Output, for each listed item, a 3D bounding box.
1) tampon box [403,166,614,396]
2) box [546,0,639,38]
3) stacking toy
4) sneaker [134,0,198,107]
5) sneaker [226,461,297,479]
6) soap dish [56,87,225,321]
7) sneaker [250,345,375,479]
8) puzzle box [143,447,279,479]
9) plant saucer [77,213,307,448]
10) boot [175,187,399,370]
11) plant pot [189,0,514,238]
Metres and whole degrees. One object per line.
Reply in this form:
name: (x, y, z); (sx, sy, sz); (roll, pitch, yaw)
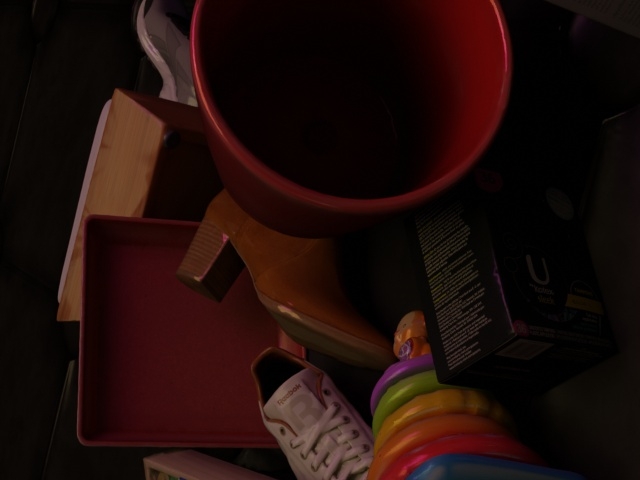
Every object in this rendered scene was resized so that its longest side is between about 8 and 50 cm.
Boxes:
tampon box: (0.159, 0.037, 0.995); (0.101, 0.120, 0.161); (-40, 50, 43)
box: (0.219, -0.243, 0.947); (0.091, 0.170, 0.130); (-61, 37, 24)
stacking toy: (0.106, 0.164, 1.039); (0.302, 0.166, 0.175); (-101, 28, -52)
sneaker: (-0.179, -0.256, 1.609); (0.108, 0.100, 0.271); (-40, 54, 28)
sneaker: (-0.081, 0.328, 1.296); (0.314, 0.116, 0.136); (-8, 88, 58)
soap dish: (-0.189, -0.025, 1.443); (0.118, 0.229, 0.290); (20, 97, 39)
sneaker: (0.004, 0.208, 1.147); (0.106, 0.123, 0.290); (-42, 39, -4)
puzzle box: (-0.072, 0.429, 1.164); (0.272, 0.052, 0.409); (0, 99, 55)
plant saucer: (-0.145, 0.108, 1.308); (0.048, 0.258, 0.259); (136, 135, -62)
boot: (0.000, 0.000, 1.254); (0.295, 0.104, 0.211); (23, 71, 28)
plant pot: (0.010, -0.124, 1.036); (0.243, 0.275, 0.275); (122, 150, -73)
